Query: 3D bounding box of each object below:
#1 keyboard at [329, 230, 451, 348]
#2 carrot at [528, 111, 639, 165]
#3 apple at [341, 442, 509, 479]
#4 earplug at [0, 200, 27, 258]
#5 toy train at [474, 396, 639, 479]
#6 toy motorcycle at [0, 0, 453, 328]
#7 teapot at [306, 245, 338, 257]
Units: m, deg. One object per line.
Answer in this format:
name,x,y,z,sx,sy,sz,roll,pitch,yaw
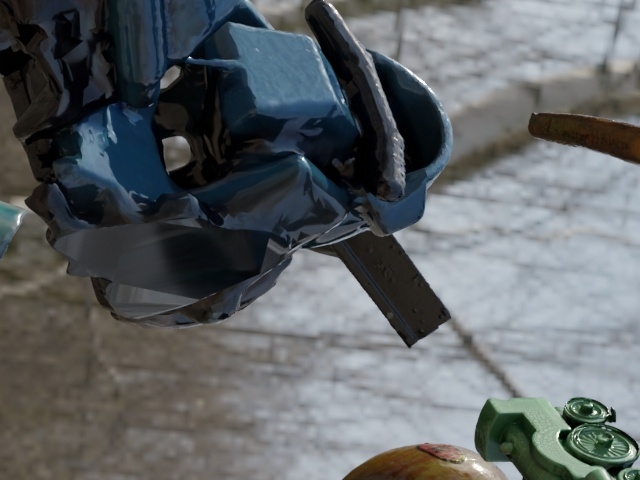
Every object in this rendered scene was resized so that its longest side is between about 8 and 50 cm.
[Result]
keyboard,0.059,0.024,1.961,0.060,0.195,0.018,-33,-154,8
carrot,0.285,-0.108,2.024,0.171,0.042,0.042,15,-81,45
apple,0.106,0.309,1.964,0.211,0.188,0.211,10,-78,52
earplug,-0.479,-0.036,1.956,0.185,0.324,0.185,-56,-171,13
toy train,0.199,0.182,1.524,0.178,0.105,0.071,-124,-140,-59
toy motorcycle,-0.060,-0.084,1.037,0.416,0.232,0.172,64,5,-57
teapot,0.000,0.000,2.046,0.043,0.111,0.042,-177,-90,-71
